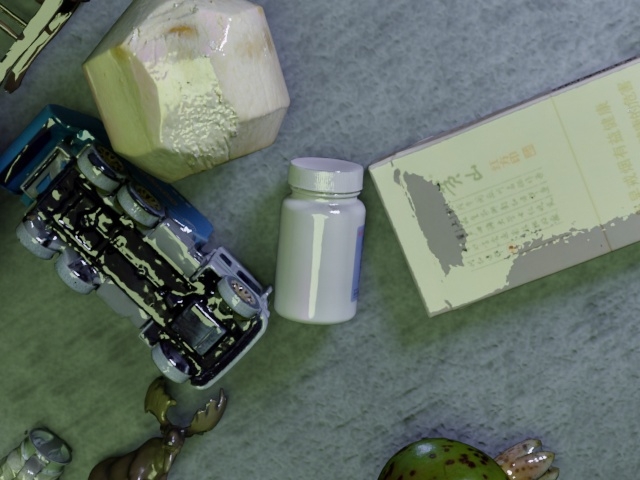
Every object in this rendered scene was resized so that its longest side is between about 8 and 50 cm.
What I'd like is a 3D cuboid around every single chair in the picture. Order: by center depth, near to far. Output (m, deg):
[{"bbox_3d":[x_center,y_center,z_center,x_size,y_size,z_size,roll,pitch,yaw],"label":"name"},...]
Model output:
[{"bbox_3d":[-0.340,-0.340,1.631,0.186,0.160,0.319,38,97,-5],"label":"chair"}]

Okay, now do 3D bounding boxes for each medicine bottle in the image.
[{"bbox_3d":[0.000,0.000,1.696,0.102,0.103,0.187,6,103,6],"label":"medicine bottle"}]

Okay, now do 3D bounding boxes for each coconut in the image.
[{"bbox_3d":[-0.154,-0.189,1.618,0.241,0.241,0.241,2,103,7],"label":"coconut"}]

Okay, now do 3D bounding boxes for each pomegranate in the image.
[{"bbox_3d":[0.176,0.317,1.707,0.247,0.202,0.202,-29,98,-14],"label":"pomegranate"}]

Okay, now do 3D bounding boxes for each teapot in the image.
[{"bbox_3d":[-0.405,0.337,1.819,0.077,0.107,0.200,38,104,1],"label":"teapot"}]

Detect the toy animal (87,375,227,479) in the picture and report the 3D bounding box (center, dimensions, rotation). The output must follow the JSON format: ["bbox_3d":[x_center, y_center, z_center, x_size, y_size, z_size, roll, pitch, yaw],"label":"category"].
[{"bbox_3d":[-0.216,0.273,1.782,0.214,0.186,0.093,-25,130,33],"label":"toy animal"}]

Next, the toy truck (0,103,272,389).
[{"bbox_3d":[-0.219,0.001,1.687,0.367,0.175,0.146,45,105,-3],"label":"toy truck"}]

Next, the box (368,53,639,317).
[{"bbox_3d":[0.260,-0.064,1.675,0.365,0.051,0.205,-21,100,11],"label":"box"}]
